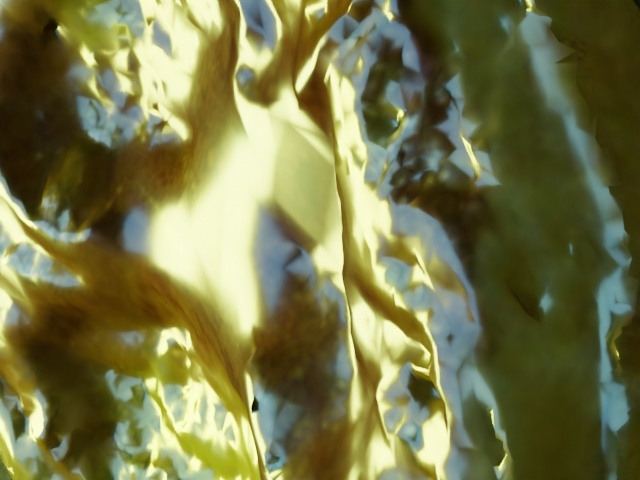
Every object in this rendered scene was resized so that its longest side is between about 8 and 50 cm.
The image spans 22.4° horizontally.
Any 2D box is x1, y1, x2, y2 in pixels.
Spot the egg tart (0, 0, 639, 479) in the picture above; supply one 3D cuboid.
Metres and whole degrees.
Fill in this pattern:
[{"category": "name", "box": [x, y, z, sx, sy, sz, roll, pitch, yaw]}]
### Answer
[{"category": "egg tart", "box": [0.000, 0.000, 0.665, 0.443, 0.178, 0.443, 15, 110, 49]}]
